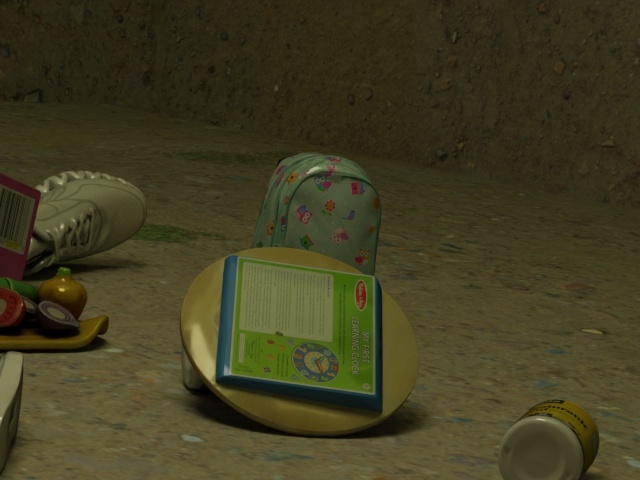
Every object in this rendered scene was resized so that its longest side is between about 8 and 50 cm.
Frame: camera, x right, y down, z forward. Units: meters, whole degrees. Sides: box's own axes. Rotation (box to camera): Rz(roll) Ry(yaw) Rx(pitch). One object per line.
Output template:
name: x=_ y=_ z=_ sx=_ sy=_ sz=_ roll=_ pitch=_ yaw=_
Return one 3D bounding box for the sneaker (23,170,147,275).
sneaker: x=-0.309 y=-0.007 z=2.188 sx=0.292 sy=0.110 sz=0.118 roll=-10 pitch=24 yaw=-37

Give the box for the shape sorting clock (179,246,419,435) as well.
shape sorting clock: x=-0.017 y=0.084 z=1.658 sx=0.206 sy=0.040 sz=0.206 roll=7 pitch=43 yaw=-7

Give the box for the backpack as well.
backpack: x=0.000 y=0.000 z=2.051 sx=0.152 sy=0.182 sz=0.115 roll=4 pitch=8 yaw=-22

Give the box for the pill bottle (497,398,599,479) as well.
pill bottle: x=0.178 y=0.156 z=1.512 sx=0.065 sy=0.065 sz=0.116 roll=9 pitch=8 yaw=16

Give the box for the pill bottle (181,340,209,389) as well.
pill bottle: x=-0.047 y=0.094 z=1.719 sx=0.137 sy=0.078 sz=0.078 roll=4 pitch=8 yaw=-15

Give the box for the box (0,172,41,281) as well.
box: x=-0.441 y=-0.033 z=1.980 sx=0.243 sy=0.117 sz=0.213 roll=9 pitch=-7 yaw=19

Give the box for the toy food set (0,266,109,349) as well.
toy food set: x=-0.298 y=0.055 z=1.820 sx=0.218 sy=0.071 sz=0.128 roll=1 pitch=10 yaw=-34

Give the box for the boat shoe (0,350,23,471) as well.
boat shoe: x=-0.252 y=0.124 z=1.434 sx=0.063 sy=0.066 sz=0.184 roll=7 pitch=18 yaw=-4
